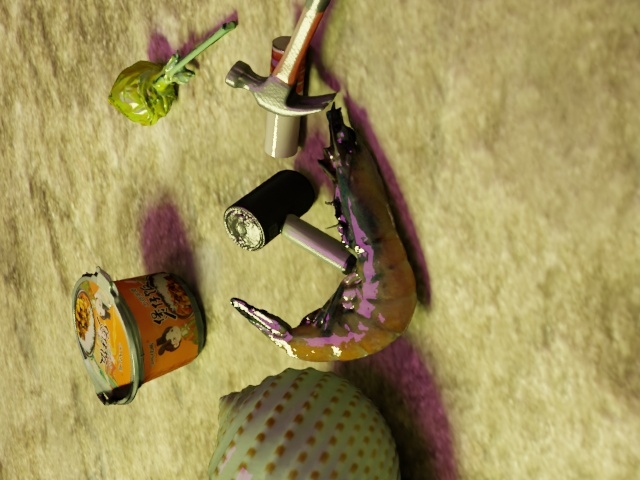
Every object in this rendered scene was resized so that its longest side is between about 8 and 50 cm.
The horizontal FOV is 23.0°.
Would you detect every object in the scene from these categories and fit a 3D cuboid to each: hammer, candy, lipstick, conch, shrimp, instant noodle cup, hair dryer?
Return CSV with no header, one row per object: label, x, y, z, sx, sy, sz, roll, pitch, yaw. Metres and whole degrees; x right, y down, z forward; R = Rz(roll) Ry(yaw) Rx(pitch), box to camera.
hammer,-0.004,-0.236,1.566,0.111,0.033,0.287,31,133,5
candy,-0.170,-0.206,1.877,0.077,0.073,0.262,56,143,-6
lipstick,-0.038,-0.153,1.692,0.038,0.038,0.130,43,138,42
conch,-0.013,0.307,1.719,0.319,0.215,0.303,63,159,19
shrimp,-0.013,0.000,1.621,0.051,0.198,0.261,4,-109,-74
instant noodle cup,-0.231,0.115,2.060,0.177,0.126,0.208,56,146,29
hair dryer,0.000,0.000,1.681,0.198,0.100,0.057,33,137,23
